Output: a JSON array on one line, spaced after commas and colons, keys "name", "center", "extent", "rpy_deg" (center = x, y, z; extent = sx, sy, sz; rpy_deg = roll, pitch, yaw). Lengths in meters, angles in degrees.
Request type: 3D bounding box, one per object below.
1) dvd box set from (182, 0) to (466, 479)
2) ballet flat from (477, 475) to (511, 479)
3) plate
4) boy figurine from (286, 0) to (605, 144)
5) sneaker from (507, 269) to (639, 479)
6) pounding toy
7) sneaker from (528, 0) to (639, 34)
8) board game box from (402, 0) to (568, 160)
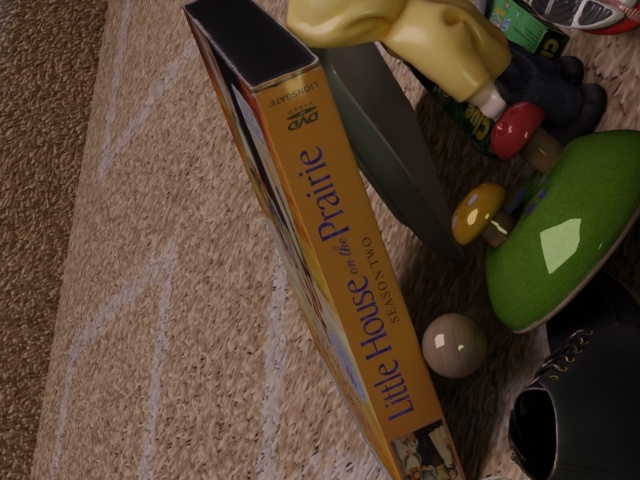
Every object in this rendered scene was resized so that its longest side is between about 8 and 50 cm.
[{"name": "dvd box set", "center": [0.000, 0.000, 1.098], "extent": [0.307, 0.062, 0.420], "rpy_deg": [-125, 13, -62]}, {"name": "ballet flat", "center": [0.134, 0.200, 0.803], "extent": [0.091, 0.241, 0.077], "rpy_deg": [107, -178, -74]}, {"name": "plate", "center": [0.041, -0.138, 1.189], "extent": [0.045, 0.278, 0.277], "rpy_deg": [-28, 40, 13]}, {"name": "boy figurine", "center": [0.103, -0.157, 1.020], "extent": [0.092, 0.285, 0.177], "rpy_deg": [-58, 29, 25]}, {"name": "sneaker", "center": [0.184, 0.090, 0.884], "extent": [0.083, 0.118, 0.222], "rpy_deg": [-58, 28, 33]}, {"name": "pounding toy", "center": [0.149, -0.018, 0.960], "extent": [0.237, 0.110, 0.183], "rpy_deg": [-50, 5, 41]}, {"name": "sneaker", "center": [0.229, -0.217, 0.980], "extent": [0.107, 0.118, 0.279], "rpy_deg": [-62, 13, 18]}, {"name": "board game box", "center": [0.159, -0.193, 1.246], "extent": [0.136, 0.030, 0.260], "rpy_deg": [-62, 25, 20]}]
